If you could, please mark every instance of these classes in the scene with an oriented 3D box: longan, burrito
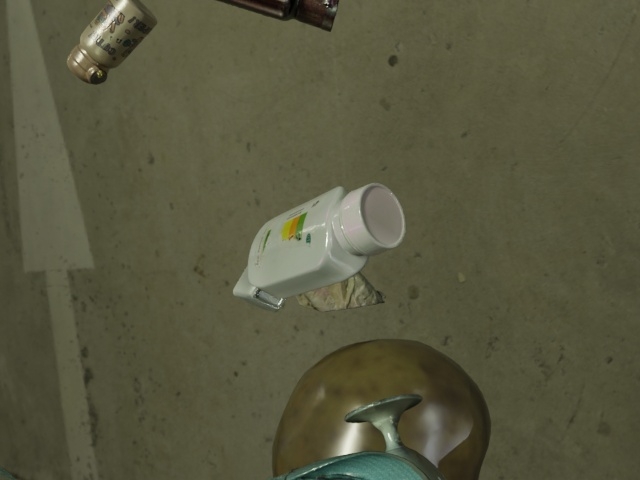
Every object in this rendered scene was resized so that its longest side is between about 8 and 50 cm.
[{"bbox_3d":[0.104,0.372,0.938,0.404,0.336,0.405,-9,68,22],"label":"longan"},{"bbox_3d":[-0.002,0.074,1.267,0.175,0.348,0.107,-37,29,5],"label":"burrito"}]

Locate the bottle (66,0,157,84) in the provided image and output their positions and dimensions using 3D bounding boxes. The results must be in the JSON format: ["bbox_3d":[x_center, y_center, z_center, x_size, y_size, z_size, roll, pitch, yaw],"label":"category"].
[{"bbox_3d":[-0.453,-0.427,1.154,0.209,0.097,0.110,-43,69,12],"label":"bottle"}]

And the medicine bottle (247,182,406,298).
[{"bbox_3d":[0.000,0.000,0.910,0.296,0.111,0.161,-19,48,46],"label":"medicine bottle"}]

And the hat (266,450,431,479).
[{"bbox_3d":[0.001,0.240,0.405,0.191,0.078,0.138,-38,79,20],"label":"hat"}]

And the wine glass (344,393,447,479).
[{"bbox_3d":[0.091,0.265,0.530,0.093,0.093,0.202,-38,53,35],"label":"wine glass"}]

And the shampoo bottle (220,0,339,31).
[{"bbox_3d":[-0.127,-0.408,0.828,0.322,0.129,0.084,16,126,-5],"label":"shampoo bottle"}]

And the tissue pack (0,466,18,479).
[{"bbox_3d":[-0.445,0.352,0.627,0.201,0.271,0.124,25,71,18],"label":"tissue pack"}]

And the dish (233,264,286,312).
[{"bbox_3d":[-0.113,0.088,1.440,0.234,0.154,0.064,-59,30,5],"label":"dish"}]
